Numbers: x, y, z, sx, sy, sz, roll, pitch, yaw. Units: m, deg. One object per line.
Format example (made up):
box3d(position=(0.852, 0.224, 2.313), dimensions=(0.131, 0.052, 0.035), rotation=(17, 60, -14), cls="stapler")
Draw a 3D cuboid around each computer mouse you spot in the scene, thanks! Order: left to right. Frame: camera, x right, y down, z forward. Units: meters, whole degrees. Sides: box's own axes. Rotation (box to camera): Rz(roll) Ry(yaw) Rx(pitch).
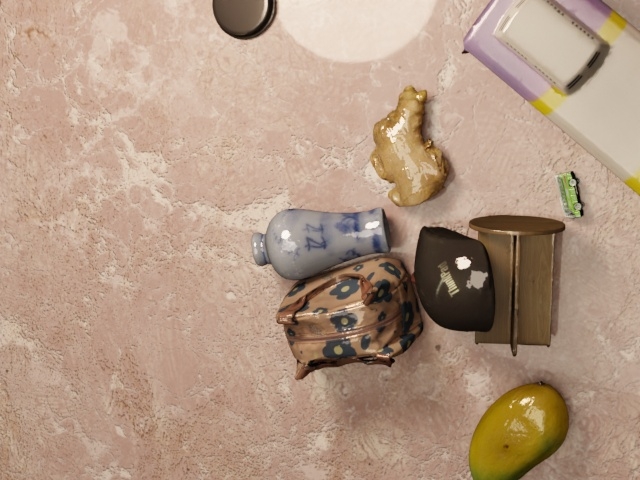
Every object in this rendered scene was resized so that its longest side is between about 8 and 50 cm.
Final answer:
box3d(position=(0.219, 0.070, 1.811), dimensions=(0.100, 0.269, 0.170), rotation=(-5, 98, -11), cls="computer mouse")

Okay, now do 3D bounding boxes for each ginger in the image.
box3d(position=(0.155, -0.171, 1.906), dimensions=(0.137, 0.074, 0.213), rotation=(-16, 95, 11), cls="ginger")

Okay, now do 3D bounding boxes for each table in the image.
box3d(position=(0.344, 0.079, 1.829), dimensions=(0.167, 0.167, 0.227), rotation=(4, 102, 19), cls="table")

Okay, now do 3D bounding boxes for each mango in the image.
box3d(position=(0.352, 0.358, 1.892), dimensions=(0.237, 0.091, 0.137), rotation=(-43, 76, 18), cls="mango")

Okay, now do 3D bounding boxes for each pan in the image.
box3d(position=(-0.112, -0.483, 1.984), dimensions=(0.235, 0.028, 0.136), rotation=(-32, 86, 19), cls="pan")

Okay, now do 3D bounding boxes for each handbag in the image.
box3d(position=(0.047, 0.154, 1.913), dimensions=(0.251, 0.193, 0.190), rotation=(-15, 96, 19), cls="handbag")

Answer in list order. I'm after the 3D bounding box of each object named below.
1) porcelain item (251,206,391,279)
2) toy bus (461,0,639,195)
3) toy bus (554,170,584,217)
box3d(position=(0.000, 0.000, 1.949), dimensions=(0.259, 0.141, 0.141), rotation=(-8, 94, 12), cls="porcelain item")
box3d(position=(0.447, -0.271, 1.699), dimensions=(0.440, 0.249, 0.209), rotation=(43, 107, 10), cls="toy bus")
box3d(position=(0.445, -0.081, 1.839), dimensions=(0.037, 0.031, 0.083), rotation=(-12, 92, 27), cls="toy bus")
